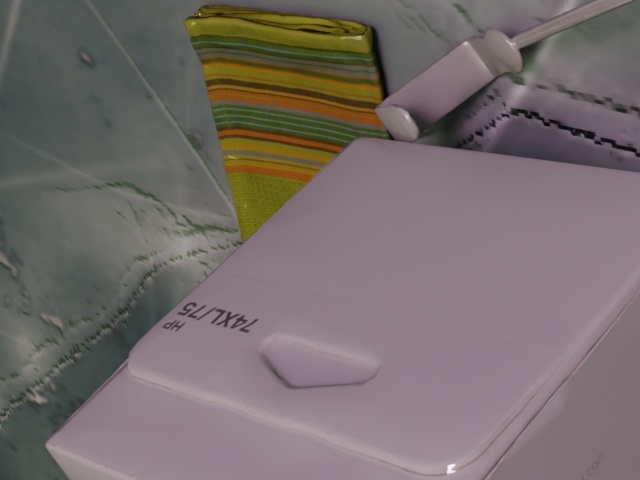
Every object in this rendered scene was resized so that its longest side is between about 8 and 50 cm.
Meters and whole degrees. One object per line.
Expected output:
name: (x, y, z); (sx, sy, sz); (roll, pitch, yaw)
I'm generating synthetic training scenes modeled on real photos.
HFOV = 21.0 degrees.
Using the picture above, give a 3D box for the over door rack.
over door rack: (0.069, -0.188, 0.594); (0.239, 0.108, 0.324); (56, 152, -7)

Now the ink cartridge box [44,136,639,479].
ink cartridge box: (0.071, 0.127, 0.684); (0.198, 0.197, 0.270); (12, 138, 48)

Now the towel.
towel: (0.000, 0.000, 0.839); (0.102, 0.021, 0.237); (12, 127, 36)
